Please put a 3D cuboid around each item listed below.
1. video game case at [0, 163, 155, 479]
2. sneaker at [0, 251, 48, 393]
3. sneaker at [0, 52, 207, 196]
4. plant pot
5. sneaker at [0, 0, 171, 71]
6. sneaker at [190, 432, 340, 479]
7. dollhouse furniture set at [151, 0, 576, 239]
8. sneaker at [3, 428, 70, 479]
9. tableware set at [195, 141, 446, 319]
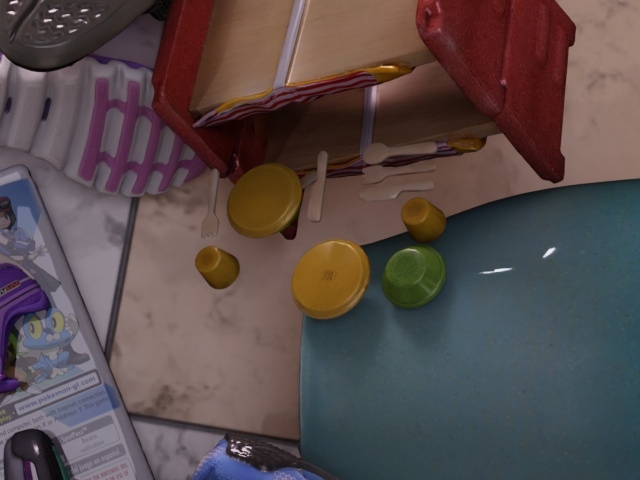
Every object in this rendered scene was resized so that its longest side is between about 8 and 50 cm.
[{"bbox_3d":[-0.282,0.149,1.013,0.329,0.036,0.300,-22,86,-7],"label":"video game case"},{"bbox_3d":[-0.223,0.087,0.975,0.071,0.068,0.170,34,81,-6],"label":"sneaker"},{"bbox_3d":[-0.175,-0.100,1.027,0.236,0.104,0.095,11,125,-20],"label":"sneaker"},{"bbox_3d":[0.123,0.090,0.956,0.255,0.271,0.272,0,83,9],"label":"plant pot"},{"bbox_3d":[-0.129,-0.159,0.996,0.087,0.130,0.227,19,51,3],"label":"sneaker"},{"bbox_3d":[-0.051,0.262,0.894,0.130,0.147,0.330,17,114,27],"label":"sneaker"},{"bbox_3d":[0.050,-0.209,1.016,0.201,0.152,0.374,-10,55,33],"label":"dollhouse furniture set"},{"bbox_3d":[-0.182,0.227,0.954,0.098,0.083,0.224,-10,85,-1],"label":"sneaker"},{"bbox_3d":[0.000,0.000,0.917,0.154,0.024,0.104,-7,63,24],"label":"tableware set"}]
